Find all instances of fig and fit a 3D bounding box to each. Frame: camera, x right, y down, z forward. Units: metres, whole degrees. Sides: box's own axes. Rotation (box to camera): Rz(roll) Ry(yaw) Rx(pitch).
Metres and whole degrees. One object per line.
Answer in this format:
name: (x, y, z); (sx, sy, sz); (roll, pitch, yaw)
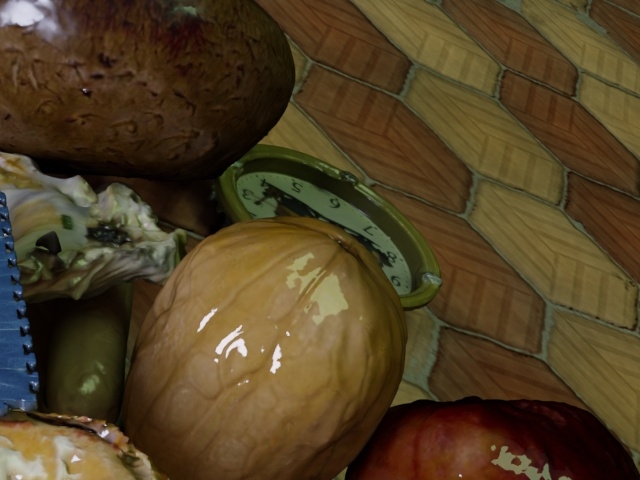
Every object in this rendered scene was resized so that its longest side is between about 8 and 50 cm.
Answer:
fig: (0.139, 0.218, 1.377); (0.263, 0.224, 0.224); (48, 27, 20)

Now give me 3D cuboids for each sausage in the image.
sausage: (-0.170, 0.048, 1.454); (0.066, 0.066, 0.301); (28, 24, -17)

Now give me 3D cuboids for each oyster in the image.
oyster: (-0.272, 0.000, 1.362); (0.354, 0.107, 0.201); (11, 24, -3)

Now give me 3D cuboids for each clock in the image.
clock: (0.000, 0.000, 1.761); (0.237, 0.057, 0.237); (27, 26, -14)

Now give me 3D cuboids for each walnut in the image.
walnut: (-0.040, 0.091, 1.345); (0.193, 0.225, 0.193); (34, 10, -6)

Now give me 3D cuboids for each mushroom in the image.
mushroom: (-0.192, -0.146, 1.512); (0.345, 0.345, 0.239); (-17, 92, -60)

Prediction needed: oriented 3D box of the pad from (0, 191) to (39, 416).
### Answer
pad: (-0.311, 0.044, 1.151); (0.270, 0.012, 0.269); (-8, 31, -12)

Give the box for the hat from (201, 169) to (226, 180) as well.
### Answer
hat: (-0.102, -0.112, 1.729); (0.140, 0.129, 0.227); (21, 26, -22)

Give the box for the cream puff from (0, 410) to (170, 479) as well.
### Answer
cream puff: (-0.187, 0.194, 1.041); (0.240, 0.164, 0.240); (10, 24, -5)
